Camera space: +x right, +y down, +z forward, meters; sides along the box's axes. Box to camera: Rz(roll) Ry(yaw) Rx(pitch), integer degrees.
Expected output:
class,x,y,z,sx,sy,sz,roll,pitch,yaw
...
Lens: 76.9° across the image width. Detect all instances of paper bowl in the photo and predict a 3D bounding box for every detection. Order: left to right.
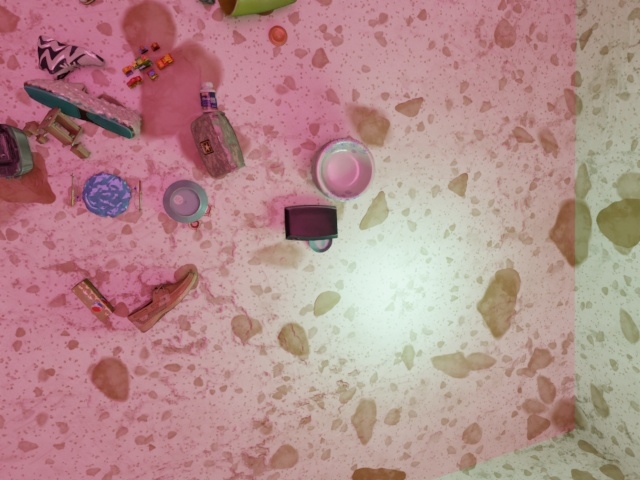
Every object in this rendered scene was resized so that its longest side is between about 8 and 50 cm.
class,x,y,z,sx,sy,sz,roll,pitch,yaw
paper bowl,0.098,-0.323,1.856,0.284,0.148,0.285,-3,100,-16

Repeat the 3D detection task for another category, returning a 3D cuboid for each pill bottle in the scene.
class,x,y,z,sx,sy,sz,roll,pitch,yaw
pill bottle,-0.471,-0.598,1.694,0.067,0.067,0.120,-7,101,-14

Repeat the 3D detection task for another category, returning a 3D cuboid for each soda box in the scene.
class,x,y,z,sx,sy,sz,roll,pitch,yaw
soda box,-0.960,0.251,1.707,0.061,0.058,0.181,-36,107,-7

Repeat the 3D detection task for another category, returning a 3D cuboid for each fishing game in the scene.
class,x,y,z,sx,sy,sz,roll,pitch,yaw
fishing game,-0.880,-0.186,1.667,0.263,0.041,0.189,0,107,-21

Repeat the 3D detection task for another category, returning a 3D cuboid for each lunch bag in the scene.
class,x,y,z,sx,sy,sz,roll,pitch,yaw
lunch bag,-0.412,-0.388,1.632,0.168,0.287,0.235,-22,105,-11

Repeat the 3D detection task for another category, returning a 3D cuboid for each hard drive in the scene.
class,x,y,z,sx,sy,sz,roll,pitch,yaw
hard drive,-0.039,-0.086,1.893,0.254,0.054,0.172,-2,86,-14

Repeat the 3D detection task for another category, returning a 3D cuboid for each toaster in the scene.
class,x,y,z,sx,sy,sz,roll,pitch,yaw
toaster,-1.171,-0.341,1.501,0.129,0.146,0.227,-11,103,-14

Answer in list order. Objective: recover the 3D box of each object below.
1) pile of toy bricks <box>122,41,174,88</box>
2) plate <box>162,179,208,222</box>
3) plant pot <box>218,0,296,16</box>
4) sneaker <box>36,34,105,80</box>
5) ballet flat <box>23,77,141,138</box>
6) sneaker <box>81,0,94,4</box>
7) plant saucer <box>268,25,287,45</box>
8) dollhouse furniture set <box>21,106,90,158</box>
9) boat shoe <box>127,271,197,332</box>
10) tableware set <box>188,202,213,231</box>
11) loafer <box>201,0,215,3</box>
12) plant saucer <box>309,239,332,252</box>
class,x,y,z,sx,sy,sz,roll,pitch,yaw
pile of toy bricks,-0.697,-0.702,1.593,0.212,0.105,0.118,-37,107,-7
plate,-0.582,-0.166,1.738,0.188,0.024,0.188,-3,101,-14
plant pot,-0.234,-1.035,1.605,0.293,0.274,0.275,-12,103,-29
sneaker,-0.955,-0.663,1.535,0.234,0.094,0.153,14,97,-17
ballet flat,-0.901,-0.530,1.572,0.408,0.147,0.147,23,93,-21
sneaker,-0.846,-0.973,1.517,0.069,0.084,0.185,39,88,-18
plant saucer,-0.184,-0.890,1.752,0.083,0.013,0.084,-2,100,-14
dollhouse furniture set,-1.022,-0.414,1.587,0.182,0.160,0.101,55,39,-53
boat shoe,-0.684,0.251,1.750,0.341,0.121,0.110,-44,108,-3
tableware set,-0.566,-0.129,1.772,0.168,0.020,0.141,31,90,-18
loafer,-0.482,-1.088,1.614,0.096,0.084,0.268,-7,99,17
plant saucer,0.000,0.000,1.950,0.119,0.021,0.120,-3,100,-15
